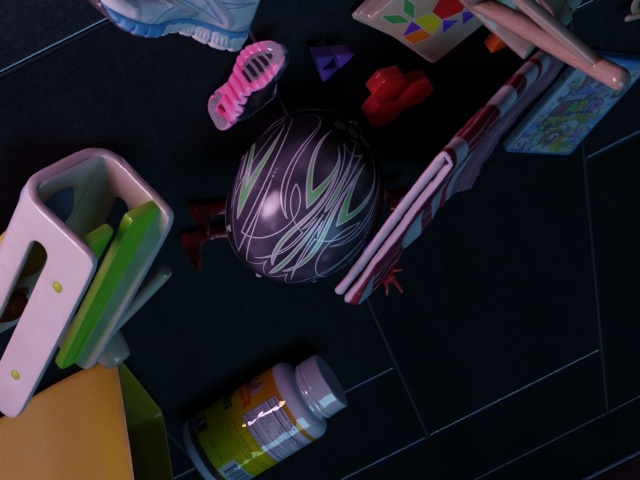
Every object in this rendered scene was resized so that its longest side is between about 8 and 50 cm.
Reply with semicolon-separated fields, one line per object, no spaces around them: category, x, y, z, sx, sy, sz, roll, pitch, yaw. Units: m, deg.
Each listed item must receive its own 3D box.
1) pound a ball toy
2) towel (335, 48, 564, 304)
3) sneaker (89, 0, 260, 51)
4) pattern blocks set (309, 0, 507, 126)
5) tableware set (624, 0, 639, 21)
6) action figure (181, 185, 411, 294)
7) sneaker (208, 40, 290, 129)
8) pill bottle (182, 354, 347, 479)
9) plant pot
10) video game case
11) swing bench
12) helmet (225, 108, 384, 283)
pound a ball toy;-0.262;0.038;1.495;0.208;0.136;0.319;-35;164;-46
towel;0.148;-0.079;1.536;0.329;0.037;0.237;-45;172;-50
sneaker;-0.121;-0.221;1.235;0.191;0.071;0.083;-3;137;-51
pattern blocks set;0.134;-0.254;1.421;0.325;0.026;0.285;-34;151;12
tableware set;0.415;-0.303;1.584;0.141;0.020;0.168;-11;148;-27
action figure;0.000;0.000;1.618;0.280;0.139;0.091;-15;150;-26
sneaker;-0.061;-0.155;1.410;0.057;0.047;0.119;-7;153;-44
pill bottle;-0.074;0.246;1.965;0.215;0.117;0.117;-32;151;9
plant pot;-0.299;0.298;1.789;0.187;0.212;0.212;-15;151;4
video game case;0.309;-0.164;1.724;0.119;0.015;0.166;0;141;-39
swing bench;0.235;-0.285;1.212;0.165;0.254;0.253;38;94;-19
helmet;-0.016;-0.040;1.465;0.169;0.161;0.169;4;128;5
